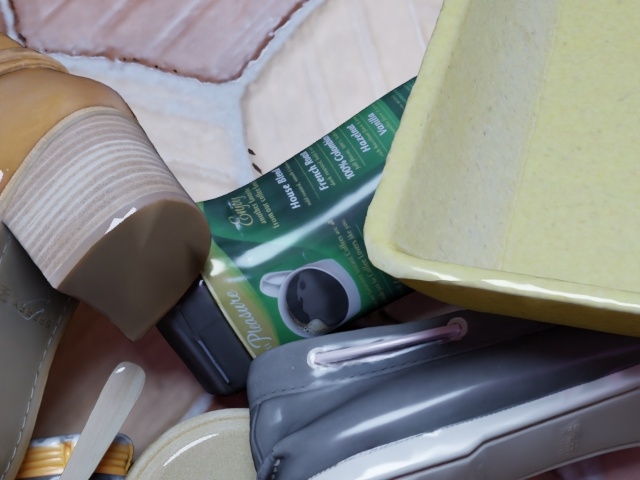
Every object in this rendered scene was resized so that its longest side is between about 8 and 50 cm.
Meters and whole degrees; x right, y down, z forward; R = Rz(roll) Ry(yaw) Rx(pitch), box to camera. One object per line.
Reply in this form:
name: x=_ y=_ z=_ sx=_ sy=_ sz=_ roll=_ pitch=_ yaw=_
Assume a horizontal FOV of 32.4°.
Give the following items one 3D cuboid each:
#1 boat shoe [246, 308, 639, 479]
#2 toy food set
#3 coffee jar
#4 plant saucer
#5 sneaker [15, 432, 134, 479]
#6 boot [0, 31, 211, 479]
boat shoe: x=0.126 y=0.050 z=0.520 sx=0.335 sy=0.112 sz=0.096 roll=-16 pitch=55 yaw=-10
toy food set: x=-0.045 y=0.148 z=0.545 sx=0.192 sy=0.038 sz=0.132 roll=30 pitch=80 yaw=-10
coffee jar: x=0.000 y=0.000 z=0.553 sx=0.184 sy=0.096 sz=0.079 roll=-29 pitch=41 yaw=-1
plant saucer: x=0.218 y=-0.062 z=0.487 sx=0.332 sy=0.081 sz=0.333 roll=9 pitch=50 yaw=15
sneaker: x=-0.198 y=0.149 z=0.552 sx=0.214 sy=0.084 sz=0.083 roll=-9 pitch=84 yaw=2
boot: x=-0.208 y=0.019 z=0.524 sx=0.283 sy=0.109 sz=0.220 roll=-46 pitch=48 yaw=-4
